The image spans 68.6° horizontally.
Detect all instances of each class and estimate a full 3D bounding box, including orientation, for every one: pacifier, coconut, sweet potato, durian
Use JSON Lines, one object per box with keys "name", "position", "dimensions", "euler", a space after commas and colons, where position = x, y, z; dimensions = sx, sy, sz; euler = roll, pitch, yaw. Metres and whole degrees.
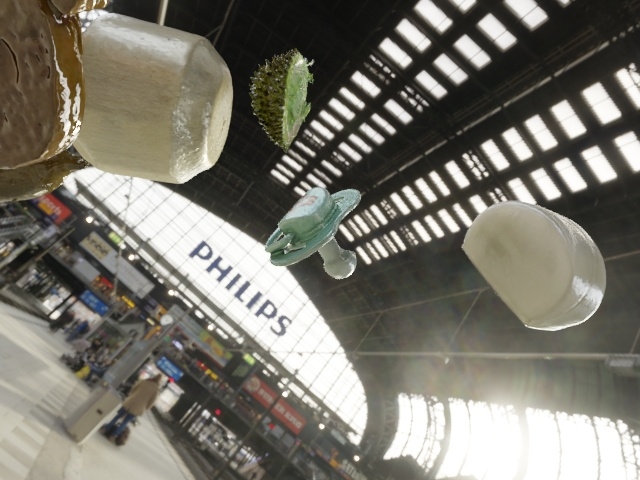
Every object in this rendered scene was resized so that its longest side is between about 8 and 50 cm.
{"name": "pacifier", "position": [0.000, 0.000, 1.359], "dimensions": [0.288, 0.343, 0.269], "euler": [-11, -62, 46]}
{"name": "coconut", "position": [-0.276, -0.212, 0.720], "dimensions": [0.266, 0.237, 0.237], "euler": [12, -24, -8]}
{"name": "sweet potato", "position": [-0.694, -0.147, 1.006], "dimensions": [0.158, 0.370, 0.157], "euler": [167, -90, -70]}
{"name": "durian", "position": [-0.058, -0.250, 0.768], "dimensions": [0.086, 0.215, 0.100], "euler": [-7, -31, 33]}

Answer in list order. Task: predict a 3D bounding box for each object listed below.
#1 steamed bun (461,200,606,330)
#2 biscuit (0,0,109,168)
{"name": "steamed bun", "position": [0.395, 0.030, 0.853], "dimensions": [0.146, 0.164, 0.241], "euler": [12, 34, -34]}
{"name": "biscuit", "position": [-0.318, -0.243, 0.405], "dimensions": [0.314, 0.063, 0.367], "euler": [6, -64, 14]}
